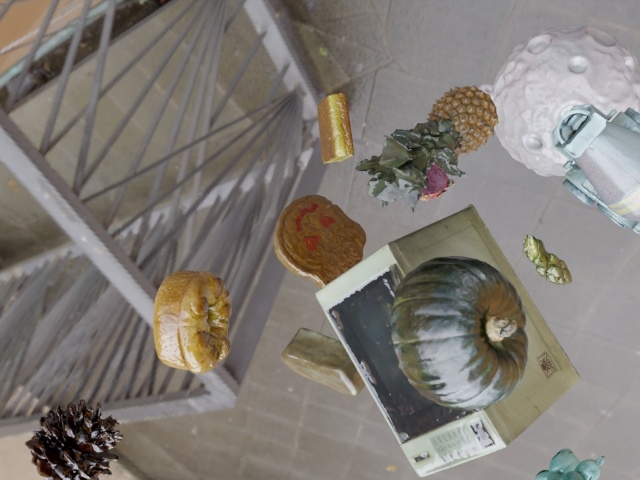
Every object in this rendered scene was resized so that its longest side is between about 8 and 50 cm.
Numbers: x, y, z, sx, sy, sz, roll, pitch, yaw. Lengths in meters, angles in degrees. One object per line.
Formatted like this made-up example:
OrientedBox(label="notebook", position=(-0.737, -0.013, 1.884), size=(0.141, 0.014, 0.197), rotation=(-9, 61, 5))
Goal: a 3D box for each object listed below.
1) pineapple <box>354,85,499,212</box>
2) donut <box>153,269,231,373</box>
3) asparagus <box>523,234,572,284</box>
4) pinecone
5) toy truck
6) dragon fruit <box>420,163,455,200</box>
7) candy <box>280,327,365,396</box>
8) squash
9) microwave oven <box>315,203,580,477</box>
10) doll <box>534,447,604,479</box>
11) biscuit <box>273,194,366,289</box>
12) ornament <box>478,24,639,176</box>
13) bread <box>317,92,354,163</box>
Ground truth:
OrientedBox(label="pineapple", position=(0.178, -0.158, 1.217), size=(0.119, 0.277, 0.130), rotation=(3, 123, 41))
OrientedBox(label="donut", position=(-0.260, 0.166, 1.581), size=(0.114, 0.226, 0.226), rotation=(1, 138, 15))
OrientedBox(label="asparagus", position=(0.645, 0.070, 2.166), size=(0.080, 0.080, 0.287), rotation=(-16, 148, 38))
OrientedBox(label="pinecone", position=(-0.357, 0.301, 1.127), size=(0.140, 0.121, 0.140), rotation=(48, 177, 3))
OrientedBox(label="toy truck", position=(0.349, -0.043, 0.776), size=(0.257, 0.140, 0.108), rotation=(42, 106, 11))
OrientedBox(label="dragon fruit", position=(0.295, -0.158, 2.106), size=(0.126, 0.112, 0.068), rotation=(-22, 153, -2))
OrientedBox(label="candy", position=(0.017, 0.295, 1.870), size=(0.234, 0.104, 0.102), rotation=(12, 143, 40))
OrientedBox(label="squash", position=(0.194, 0.128, 1.060), size=(0.173, 0.218, 0.218), rotation=(-15, 130, 23))
OrientedBox(label="microwave oven", position=(0.229, 0.187, 1.441), size=(0.247, 0.333, 0.394), rotation=(-38, 79, 45))
OrientedBox(label="doll", position=(0.404, 0.406, 1.277), size=(0.059, 0.159, 0.159), rotation=(53, 134, 6))
OrientedBox(label="biscuit", position=(0.001, -0.001, 2.043), size=(0.257, 0.273, 0.049), rotation=(39, 139, -7))
OrientedBox(label="ornament", position=(0.548, -0.297, 1.679), size=(0.337, 0.337, 0.337), rotation=(13, 141, 10))
OrientedBox(label="bread", position=(0.022, -0.167, 1.154), size=(0.035, 0.094, 0.090), rotation=(-7, 179, -11))
